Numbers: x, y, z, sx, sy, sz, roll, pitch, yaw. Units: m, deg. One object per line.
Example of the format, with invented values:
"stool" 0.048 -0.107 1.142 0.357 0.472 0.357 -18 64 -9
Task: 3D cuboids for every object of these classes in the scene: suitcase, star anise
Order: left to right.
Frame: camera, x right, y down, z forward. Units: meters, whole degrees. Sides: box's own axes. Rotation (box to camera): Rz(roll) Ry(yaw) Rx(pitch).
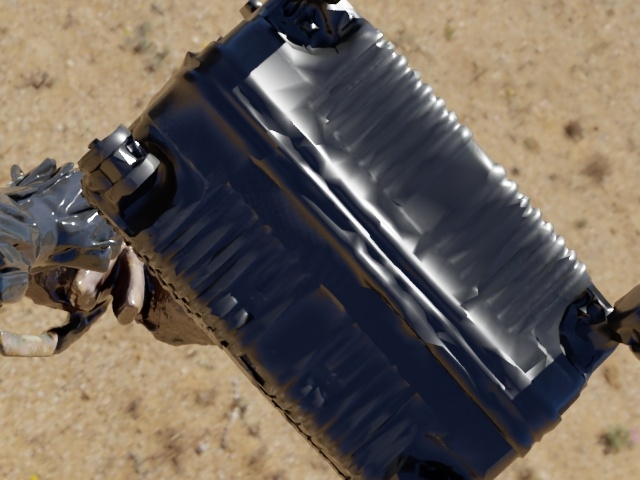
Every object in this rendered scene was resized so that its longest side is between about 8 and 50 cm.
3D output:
"star anise" -0.215 0.034 1.349 0.292 0.109 0.349 6 30 -9
"suitcase" 0.000 0.000 0.660 0.152 0.335 0.229 -42 98 -6

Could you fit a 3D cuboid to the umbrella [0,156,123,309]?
"umbrella" -0.206 -0.011 0.915 0.118 0.118 0.340 55 27 3
